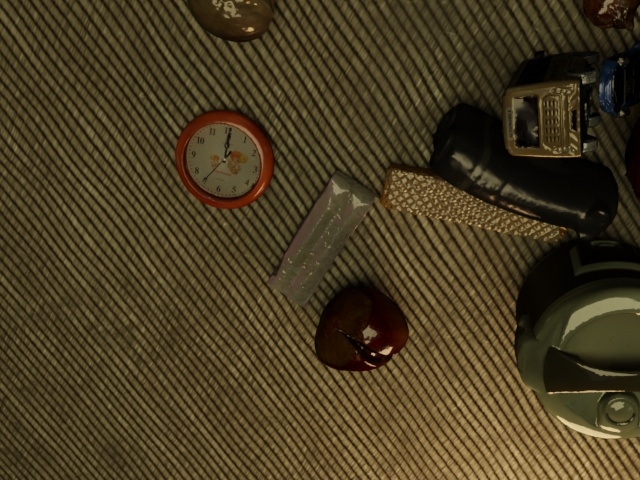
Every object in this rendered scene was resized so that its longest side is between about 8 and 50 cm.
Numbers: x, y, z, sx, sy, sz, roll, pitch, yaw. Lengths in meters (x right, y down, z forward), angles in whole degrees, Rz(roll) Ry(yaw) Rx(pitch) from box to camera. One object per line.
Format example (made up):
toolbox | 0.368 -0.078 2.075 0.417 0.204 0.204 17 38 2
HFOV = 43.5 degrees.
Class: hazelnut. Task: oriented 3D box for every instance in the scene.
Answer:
hazelnut | 0.081 0.189 1.670 0.178 0.178 0.204 38 116 -8

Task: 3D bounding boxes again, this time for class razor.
razor | 0.371 -0.125 1.472 0.349 0.204 0.113 24 127 -1

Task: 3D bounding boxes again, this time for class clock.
clock | -0.193 -0.162 1.619 0.205 0.051 0.205 3 111 8

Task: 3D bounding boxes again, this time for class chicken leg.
chicken leg | 0.557 -0.503 1.371 0.113 0.093 0.304 25 105 -21

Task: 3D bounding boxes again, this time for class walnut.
walnut | -0.162 -0.437 1.462 0.162 0.140 0.140 20 113 11

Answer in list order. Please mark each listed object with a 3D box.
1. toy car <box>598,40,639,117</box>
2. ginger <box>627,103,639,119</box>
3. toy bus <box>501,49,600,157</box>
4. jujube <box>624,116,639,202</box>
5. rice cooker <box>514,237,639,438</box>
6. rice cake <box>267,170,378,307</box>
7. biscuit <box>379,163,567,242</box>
toy car | 0.513 -0.273 1.340 0.063 0.216 0.103 14 121 44
ginger | 0.669 -0.332 1.403 0.333 0.081 0.148 -19 93 29
toy bus | 0.399 -0.239 1.386 0.157 0.289 0.139 0 114 21
jujube | 0.663 -0.122 1.378 0.258 0.376 0.258 -10 66 23
rice cooker | 0.533 0.179 1.505 0.335 0.325 0.335 3 112 7
rice cake | -0.002 0.000 1.657 0.106 0.050 0.298 31 113 -4
biscuit | 0.309 -0.073 1.583 0.378 0.054 0.094 12 113 3
